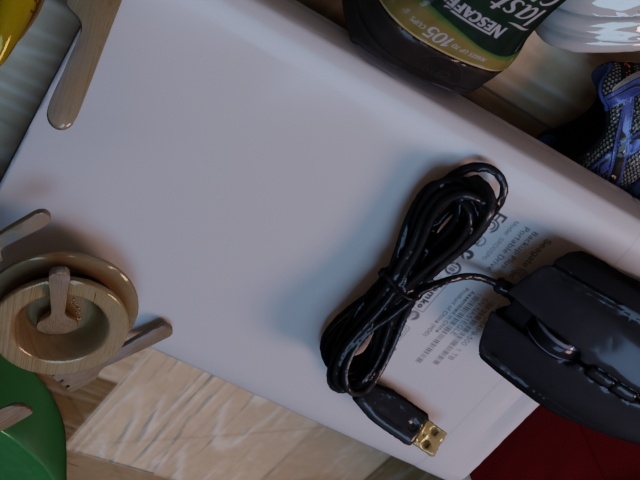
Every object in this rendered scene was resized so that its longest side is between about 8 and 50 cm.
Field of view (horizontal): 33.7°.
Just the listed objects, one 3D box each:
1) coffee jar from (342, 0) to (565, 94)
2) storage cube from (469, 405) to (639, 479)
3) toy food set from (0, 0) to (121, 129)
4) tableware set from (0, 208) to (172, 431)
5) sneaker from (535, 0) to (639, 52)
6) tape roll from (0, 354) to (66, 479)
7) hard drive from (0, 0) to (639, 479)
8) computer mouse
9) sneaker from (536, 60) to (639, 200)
[{"bbox_3d":[0.094,-0.152,0.513,0.096,0.079,0.184,17,140,-30],"label":"coffee jar"},{"bbox_3d":[0.230,0.197,0.812,0.184,0.193,0.215,-28,133,12],"label":"storage cube"},{"bbox_3d":[-0.176,-0.133,0.448,0.192,0.132,0.038,18,169,-16],"label":"toy food set"},{"bbox_3d":[-0.191,0.072,0.596,0.194,0.039,0.128,-29,132,12],"label":"tableware set"},{"bbox_3d":[0.224,-0.157,0.571,0.212,0.080,0.094,-6,121,-7],"label":"sneaker"},{"bbox_3d":[-0.340,0.174,0.733,0.321,0.077,0.321,-7,133,-8],"label":"tape roll"},{"bbox_3d":[0.000,0.000,0.622,0.353,0.047,0.233,27,122,-17],"label":"hard drive"},{"bbox_3d":[0.130,0.086,0.615,0.262,0.060,0.184,29,120,-18],"label":"computer mouse"},{"bbox_3d":[0.157,-0.028,0.678,0.087,0.083,0.221,25,120,-13],"label":"sneaker"}]
